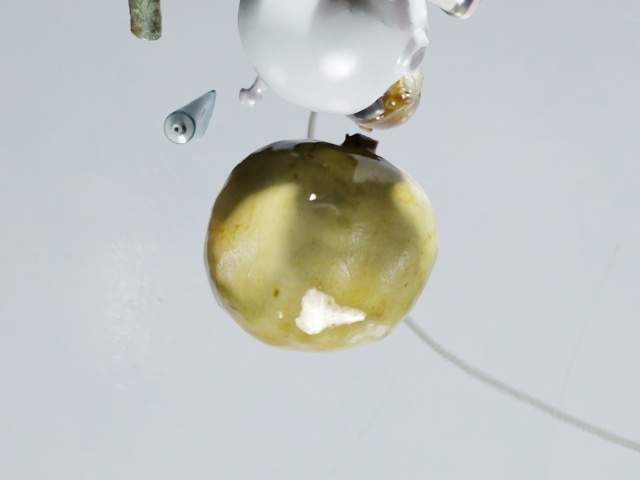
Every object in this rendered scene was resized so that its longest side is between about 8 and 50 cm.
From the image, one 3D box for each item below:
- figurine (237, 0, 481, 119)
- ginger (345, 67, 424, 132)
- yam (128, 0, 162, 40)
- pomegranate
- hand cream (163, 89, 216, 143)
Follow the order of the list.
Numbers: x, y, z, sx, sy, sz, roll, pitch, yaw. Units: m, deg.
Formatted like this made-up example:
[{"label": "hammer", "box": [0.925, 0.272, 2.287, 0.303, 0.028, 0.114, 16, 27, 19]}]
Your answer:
[{"label": "figurine", "box": [0.020, -0.305, 1.301, 0.211, 0.361, 0.253, -18, 76, -24]}, {"label": "ginger", "box": [0.035, -0.338, 1.642, 0.418, 0.254, 0.176, 49, 59, -22]}, {"label": "yam", "box": [-0.300, -0.484, 1.850, 0.061, 0.061, 0.274, 9, 114, 9]}, {"label": "pomegranate", "box": [0.000, 0.000, 1.484, 0.333, 0.332, 0.332, -2, 76, 6]}, {"label": "hand cream", "box": [-0.197, -0.187, 1.663, 0.048, 0.224, 0.083, 18, 103, 2]}]
